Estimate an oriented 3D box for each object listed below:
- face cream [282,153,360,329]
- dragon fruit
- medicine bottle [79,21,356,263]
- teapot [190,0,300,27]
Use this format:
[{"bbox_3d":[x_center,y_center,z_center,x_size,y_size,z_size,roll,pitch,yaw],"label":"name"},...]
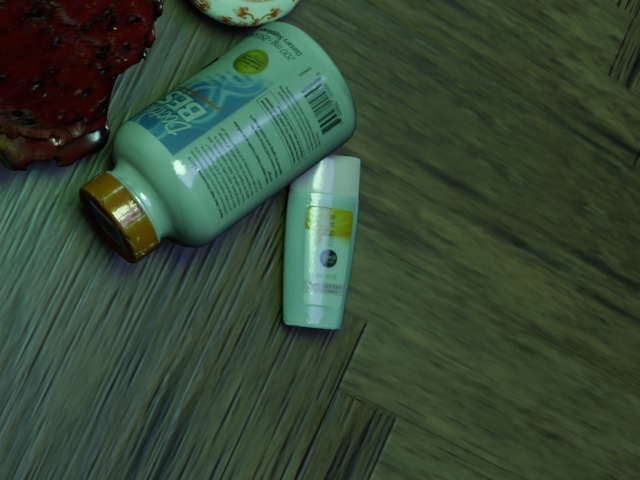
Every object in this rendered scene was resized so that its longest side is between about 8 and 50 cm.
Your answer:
[{"bbox_3d":[0.000,0.000,1.784,0.084,0.057,0.198,5,88,-21],"label":"face cream"},{"bbox_3d":[-0.312,-0.234,1.548,0.286,0.329,0.228,-19,61,-25],"label":"dragon fruit"},{"bbox_3d":[-0.113,-0.097,1.680,0.289,0.157,0.157,-37,104,-19],"label":"medicine bottle"},{"bbox_3d":[-0.073,-0.313,1.728,0.246,0.116,0.159,-8,80,-21],"label":"teapot"}]
